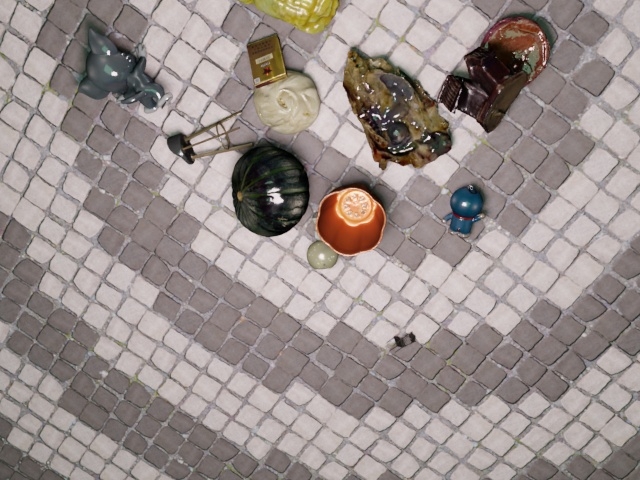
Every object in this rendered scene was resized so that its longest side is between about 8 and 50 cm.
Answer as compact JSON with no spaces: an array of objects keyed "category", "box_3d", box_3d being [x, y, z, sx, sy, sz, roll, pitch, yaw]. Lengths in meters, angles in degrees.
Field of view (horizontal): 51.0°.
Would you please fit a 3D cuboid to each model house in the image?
[{"category":"model house","box_3d":[0.402,-0.388,1.687,0.164,0.141,0.203,48,133,20]}]

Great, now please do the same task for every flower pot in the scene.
[{"category":"flower pot","box_3d":[0.088,-0.070,1.819,0.190,0.173,0.191,2,107,7]}]

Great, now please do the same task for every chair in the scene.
[{"category":"chair","box_3d":[0.238,0.301,1.997,0.086,0.042,0.037,-26,107,-22]},{"category":"chair","box_3d":[-0.304,-0.271,1.850,0.221,0.104,0.095,-15,123,9]}]

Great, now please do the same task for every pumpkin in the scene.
[{"category":"pumpkin","box_3d":[-0.133,-0.132,1.823,0.250,0.216,0.250,5,98,37]}]

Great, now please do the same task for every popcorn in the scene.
[{"category":"popcorn","box_3d":[-0.073,-0.655,1.653,0.286,0.174,0.225,28,99,8]}]

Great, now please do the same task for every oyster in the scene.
[{"category":"oyster","box_3d":[0.199,-0.350,1.759,0.221,0.096,0.361,-24,106,7]}]

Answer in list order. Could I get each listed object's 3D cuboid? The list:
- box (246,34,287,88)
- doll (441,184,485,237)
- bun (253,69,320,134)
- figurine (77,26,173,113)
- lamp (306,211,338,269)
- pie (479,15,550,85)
[{"category":"box","box_3d":[-0.141,-0.470,1.757,0.090,0.023,0.133,-19,66,13]},{"category":"doll","box_3d":[0.393,-0.083,1.826,0.114,0.085,0.152,14,120,15]},{"category":"bun","box_3d":[-0.092,-0.362,1.784,0.183,0.102,0.183,3,111,8]},{"category":"figurine","box_3d":[-0.526,-0.420,1.806,0.265,0.140,0.193,45,128,16]},{"category":"lamp","box_3d":[0.000,0.000,1.908,0.091,0.091,0.163,-8,91,10]},{"category":"pie","box_3d":[0.489,-0.474,1.700,0.182,0.049,0.182,1,112,3]}]
